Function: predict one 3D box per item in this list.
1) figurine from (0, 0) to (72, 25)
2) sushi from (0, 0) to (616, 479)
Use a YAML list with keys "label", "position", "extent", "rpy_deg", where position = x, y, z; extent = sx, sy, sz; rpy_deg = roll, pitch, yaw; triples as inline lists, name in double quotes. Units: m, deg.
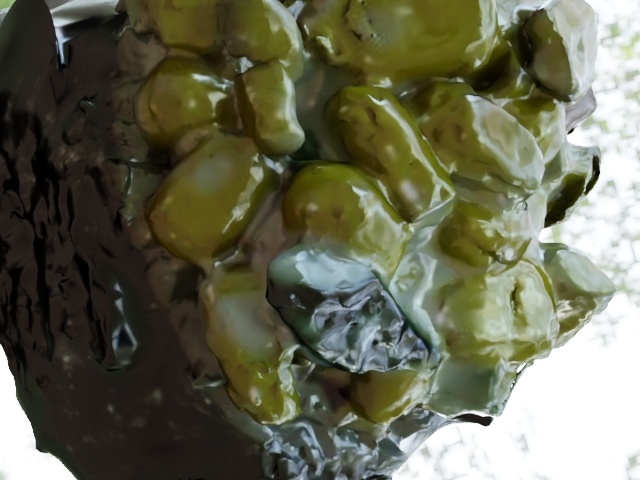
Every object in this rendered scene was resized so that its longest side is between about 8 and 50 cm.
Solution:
- label: "figurine"
  position: [-0.262, -0.034, 1.361]
  extent: [0.203, 0.380, 0.248]
  rpy_deg: [11, -57, 43]
- label: "sushi"
  position: [0.000, 0.000, 1.071]
  extent: [0.285, 0.328, 0.329]
  rpy_deg: [-13, -116, 50]
